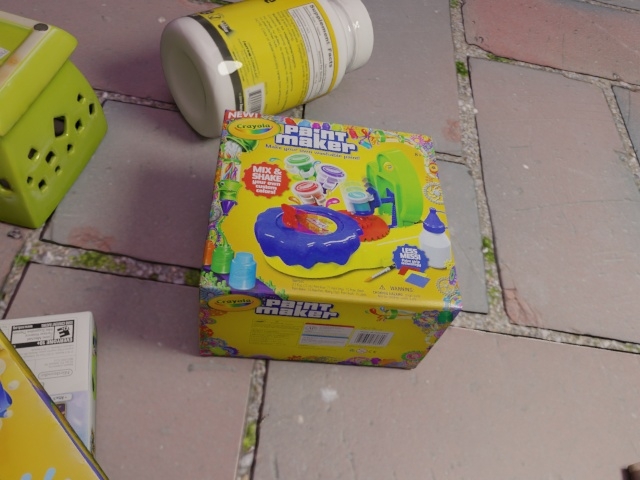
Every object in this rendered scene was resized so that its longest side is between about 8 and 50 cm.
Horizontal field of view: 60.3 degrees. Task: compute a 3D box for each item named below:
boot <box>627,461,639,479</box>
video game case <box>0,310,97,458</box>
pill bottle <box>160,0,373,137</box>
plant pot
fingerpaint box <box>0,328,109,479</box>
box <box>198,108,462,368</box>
[{"bbox_3d":[0.410,0.321,0.681,0.119,0.042,0.086,-4,50,-16],"label":"boot"},{"bbox_3d":[-0.379,0.206,0.575,0.270,0.061,0.244,-4,55,-15],"label":"video game case"},{"bbox_3d":[-0.079,-0.313,0.928,0.334,0.187,0.188,-29,66,-28],"label":"pill bottle"},{"bbox_3d":[-0.453,-0.183,0.745,0.227,0.207,0.228,16,55,-1],"label":"plant pot"},{"bbox_3d":[-0.406,0.198,0.413,0.445,0.163,0.371,38,57,25],"label":"fingerpaint box"},{"bbox_3d":[0.000,0.000,0.733,0.290,0.177,0.279,5,53,-9],"label":"box"}]
